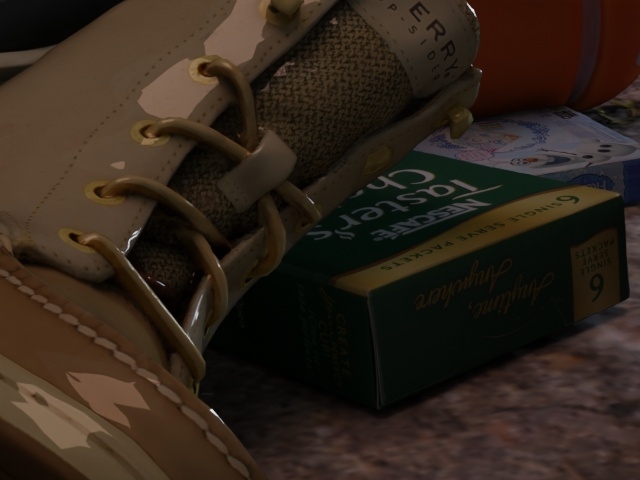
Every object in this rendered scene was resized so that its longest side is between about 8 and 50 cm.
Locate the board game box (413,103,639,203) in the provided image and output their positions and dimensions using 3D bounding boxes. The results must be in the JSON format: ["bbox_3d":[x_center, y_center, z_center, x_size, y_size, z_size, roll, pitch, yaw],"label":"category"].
[{"bbox_3d":[0.072,-0.029,0.715,0.090,0.020,0.090,-9,19,-15],"label":"board game box"}]

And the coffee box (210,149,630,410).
[{"bbox_3d":[0.000,0.000,0.614,0.113,0.040,0.184,-18,22,-34],"label":"coffee box"}]

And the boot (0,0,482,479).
[{"bbox_3d":[-0.031,-0.008,0.481,0.203,0.095,0.262,-36,22,-18],"label":"boot"}]

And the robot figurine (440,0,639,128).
[{"bbox_3d":[0.055,-0.107,0.782,0.219,0.158,0.128,-11,34,-15],"label":"robot figurine"}]

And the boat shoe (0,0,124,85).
[{"bbox_3d":[-0.084,-0.083,0.698,0.254,0.079,0.095,-23,-38,35],"label":"boat shoe"}]
